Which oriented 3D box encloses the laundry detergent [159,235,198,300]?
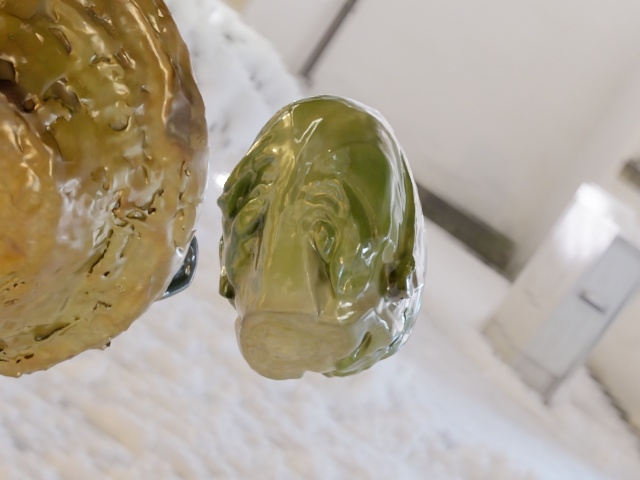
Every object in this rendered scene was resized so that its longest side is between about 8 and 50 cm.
[{"bbox_3d":[-0.224,0.000,1.567,0.222,0.078,0.144,14,12,42],"label":"laundry detergent"}]

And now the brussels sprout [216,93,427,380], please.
[{"bbox_3d":[0.000,0.000,1.923,0.247,0.328,0.328,-3,-2,13],"label":"brussels sprout"}]

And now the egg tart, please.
[{"bbox_3d":[-0.236,-0.050,1.076,0.341,0.341,0.129,34,28,-2],"label":"egg tart"}]
